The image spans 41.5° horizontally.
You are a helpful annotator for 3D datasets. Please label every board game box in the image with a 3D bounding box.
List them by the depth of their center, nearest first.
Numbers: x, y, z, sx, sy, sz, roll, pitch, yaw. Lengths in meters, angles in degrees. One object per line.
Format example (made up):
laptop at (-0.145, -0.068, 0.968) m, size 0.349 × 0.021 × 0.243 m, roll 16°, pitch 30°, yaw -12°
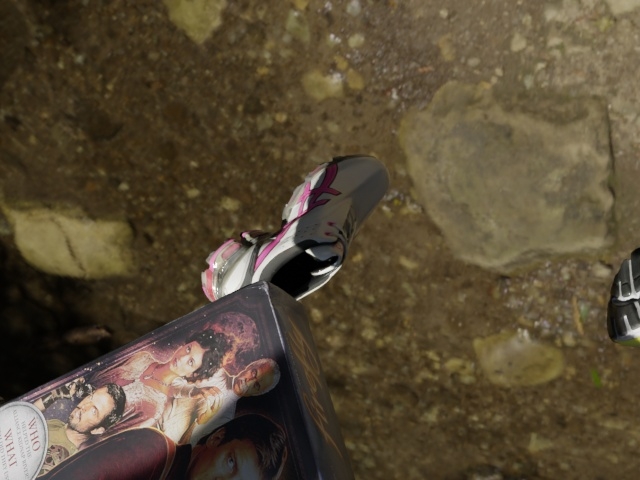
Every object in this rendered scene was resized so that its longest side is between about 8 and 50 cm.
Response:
board game box at (-0.054, 0.154, 0.322) m, size 0.165 × 0.243 × 0.042 m, roll -26°, pitch 147°, yaw 12°

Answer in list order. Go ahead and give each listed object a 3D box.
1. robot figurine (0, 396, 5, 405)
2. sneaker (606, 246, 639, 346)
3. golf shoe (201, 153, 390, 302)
robot figurine at (-0.479, 0.314, 1.031) m, size 0.085 × 0.291 × 0.211 m, roll 24°, pitch 141°, yaw 19°
sneaker at (0.313, 0.029, 0.654) m, size 0.094 × 0.081 × 0.208 m, roll 29°, pitch 132°, yaw -17°
golf shoe at (0.000, 0.000, 0.665) m, size 0.086 × 0.186 × 0.067 m, roll 21°, pitch 144°, yaw 44°
